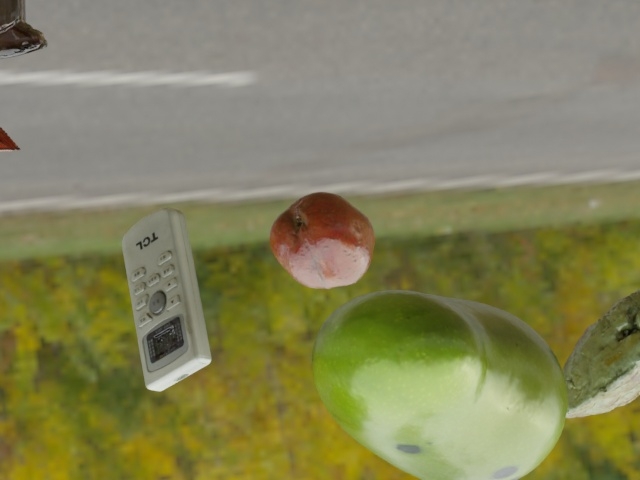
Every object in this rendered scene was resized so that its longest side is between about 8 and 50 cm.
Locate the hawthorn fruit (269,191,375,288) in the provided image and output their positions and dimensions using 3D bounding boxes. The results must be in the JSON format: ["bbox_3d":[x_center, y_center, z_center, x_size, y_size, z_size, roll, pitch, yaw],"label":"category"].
[{"bbox_3d":[0.000,0.000,2.145,0.128,0.128,0.128,-7,176,-1],"label":"hawthorn fruit"}]

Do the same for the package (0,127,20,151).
[{"bbox_3d":[-0.465,-0.130,2.277,0.083,0.022,0.200,38,-156,22],"label":"package"}]

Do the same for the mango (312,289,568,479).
[{"bbox_3d":[0.087,0.106,1.367,0.175,0.143,0.293,7,168,23],"label":"mango"}]

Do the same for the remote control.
[{"bbox_3d":[-0.166,0.059,1.942,0.087,0.190,0.029,-30,150,34],"label":"remote control"}]

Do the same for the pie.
[{"bbox_3d":[0.344,0.105,1.961,0.248,0.090,0.201,-45,168,21],"label":"pie"}]

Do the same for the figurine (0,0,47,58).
[{"bbox_3d":[-0.266,-0.335,1.458,0.206,0.365,0.218,-21,-171,6],"label":"figurine"}]
